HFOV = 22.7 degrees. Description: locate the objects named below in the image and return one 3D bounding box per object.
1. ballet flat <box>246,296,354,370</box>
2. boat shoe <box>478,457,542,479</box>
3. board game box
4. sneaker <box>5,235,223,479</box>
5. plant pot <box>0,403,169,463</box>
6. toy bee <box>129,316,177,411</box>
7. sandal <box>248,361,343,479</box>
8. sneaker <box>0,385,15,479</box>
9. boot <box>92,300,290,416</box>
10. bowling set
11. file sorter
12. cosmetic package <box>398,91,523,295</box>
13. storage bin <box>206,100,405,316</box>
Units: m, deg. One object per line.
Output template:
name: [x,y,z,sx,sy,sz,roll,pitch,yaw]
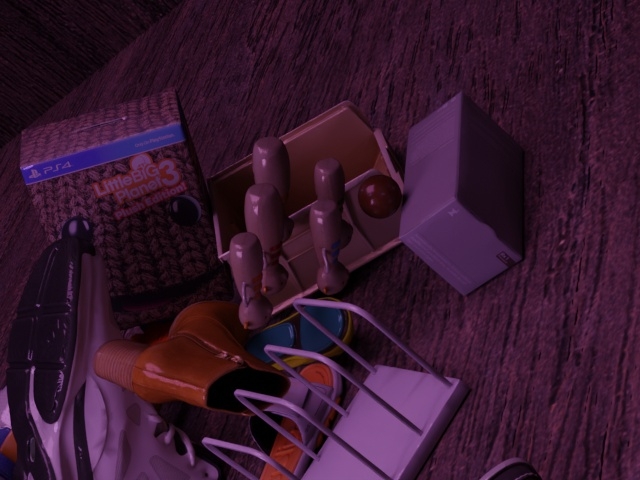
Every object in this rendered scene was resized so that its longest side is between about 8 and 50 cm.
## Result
ballet flat: [-0.007,0.125,2.086,0.231,0.077,0.077,-24,63,51]
boat shoe: [0.150,0.314,1.504,0.227,0.081,0.069,-58,26,-2]
board game box: [-0.274,-0.037,2.290,0.232,0.291,0.141,-16,27,-1]
sneaker: [-0.265,0.224,2.100,0.169,0.258,0.447,-6,80,54]
plant pot: [-0.311,0.269,2.232,0.205,0.188,0.205,-53,0,1]
toy bee: [-0.235,0.170,2.382,0.298,0.162,0.195,19,59,40]
sandal: [-0.049,0.241,1.979,0.102,0.076,0.265,-27,31,42]
sneaker: [-0.443,0.246,2.632,0.182,0.127,0.315,-26,31,48]
boot: [-0.117,0.156,1.993,0.211,0.295,0.104,13,105,34]
bowling set: [0.000,0.000,1.953,0.200,0.154,0.287,1,35,10]
file sorter: [-0.009,0.225,1.807,0.277,0.173,0.193,-57,23,-15]
cosmetic package: [0.177,-0.061,1.973,0.107,0.127,0.238,-34,25,32]
storage bin: [-0.011,-0.053,2.249,0.260,0.123,0.262,-30,25,7]
